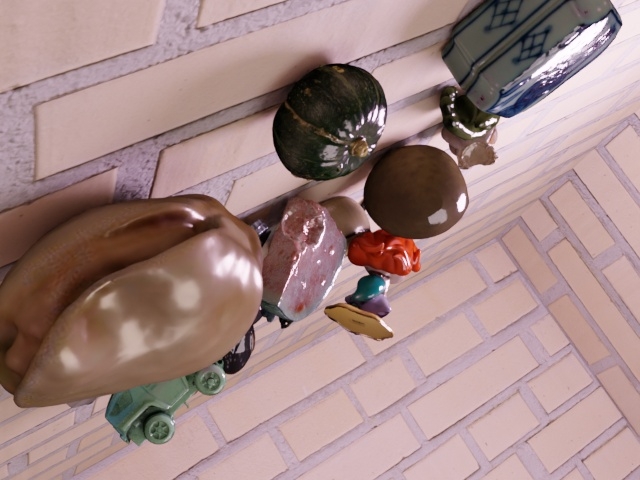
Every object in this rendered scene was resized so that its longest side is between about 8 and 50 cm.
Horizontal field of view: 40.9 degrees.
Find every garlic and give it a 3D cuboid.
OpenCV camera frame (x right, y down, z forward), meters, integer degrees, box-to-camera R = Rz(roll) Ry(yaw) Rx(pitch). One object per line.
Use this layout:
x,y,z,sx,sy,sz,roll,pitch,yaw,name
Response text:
0.352,-0.250,1.964,0.131,0.127,0.194,-19,-159,25,garlic

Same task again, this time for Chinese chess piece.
0.000,0.000,2.013,0.249,0.103,0.250,-31,168,-7,Chinese chess piece

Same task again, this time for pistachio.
-0.270,0.081,1.237,0.445,0.281,0.365,-29,164,-36,pistachio

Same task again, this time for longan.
0.214,-0.102,1.868,0.246,0.246,0.215,-27,126,-27,longan

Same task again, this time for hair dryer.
-0.163,0.150,2.198,0.359,0.120,0.304,-48,153,-54,hair dryer

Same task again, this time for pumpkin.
0.015,-0.176,1.290,0.190,0.146,0.190,-31,169,-7,pumpkin

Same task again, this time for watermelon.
-0.067,0.029,1.755,0.318,0.148,0.226,-43,143,-55,watermelon

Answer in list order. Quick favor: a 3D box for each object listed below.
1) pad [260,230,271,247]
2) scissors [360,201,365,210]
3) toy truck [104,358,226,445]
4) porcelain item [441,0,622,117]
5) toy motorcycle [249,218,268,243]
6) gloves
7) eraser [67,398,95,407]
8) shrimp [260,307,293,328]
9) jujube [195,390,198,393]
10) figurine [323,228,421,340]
-0.208,0.081,1.898,0.243,0.004,0.164,-41,173,-31,pad
0.093,-0.059,2.216,0.088,0.017,0.220,-27,165,-24,scissors
-0.330,0.315,1.862,0.279,0.156,0.155,-45,-169,-2,toy truck
0.378,-0.351,1.516,0.281,0.157,0.286,-40,167,20,porcelain item
-0.234,0.083,1.701,0.327,0.143,0.188,-45,180,-20,toy motorcycle
0.314,-0.266,1.775,0.268,0.135,0.107,-19,119,-54,gloves
-0.427,0.237,1.839,0.270,0.095,0.174,-38,-175,23,eraser
-0.065,0.129,1.982,0.178,0.075,0.289,-12,158,-43,shrimp
-0.320,0.256,2.026,0.255,0.190,0.190,-53,160,25,jujube
0.134,0.075,1.946,0.181,0.208,0.257,-9,-129,53,figurine
